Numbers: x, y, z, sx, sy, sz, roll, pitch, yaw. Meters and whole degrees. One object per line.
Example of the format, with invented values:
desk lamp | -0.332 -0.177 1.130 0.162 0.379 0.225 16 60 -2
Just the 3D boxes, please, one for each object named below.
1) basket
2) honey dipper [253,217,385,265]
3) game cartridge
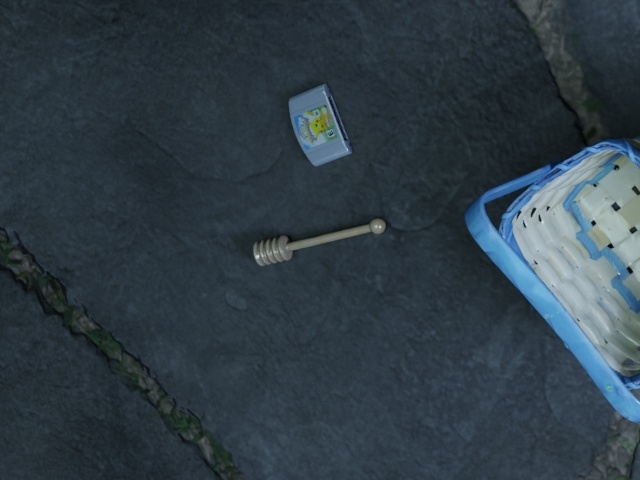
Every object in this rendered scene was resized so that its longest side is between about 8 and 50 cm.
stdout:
basket | 0.280 0.023 1.769 0.255 0.289 0.201 52 130 4
honey dipper | 0.000 0.000 2.056 0.161 0.030 0.030 -12 96 26
game cartridge | -0.003 -0.127 2.036 0.056 0.017 0.083 -20 92 33
